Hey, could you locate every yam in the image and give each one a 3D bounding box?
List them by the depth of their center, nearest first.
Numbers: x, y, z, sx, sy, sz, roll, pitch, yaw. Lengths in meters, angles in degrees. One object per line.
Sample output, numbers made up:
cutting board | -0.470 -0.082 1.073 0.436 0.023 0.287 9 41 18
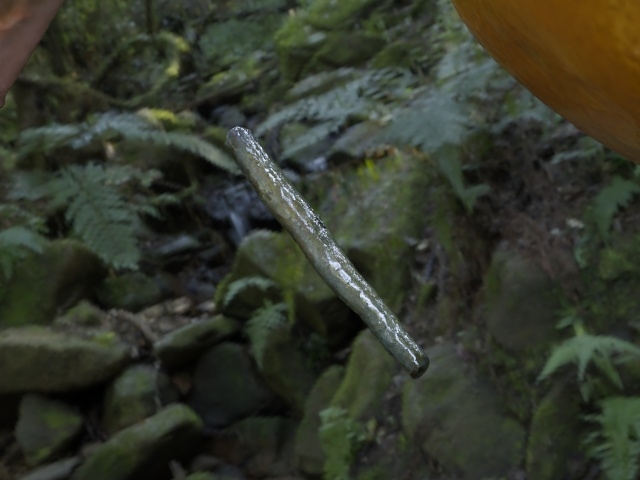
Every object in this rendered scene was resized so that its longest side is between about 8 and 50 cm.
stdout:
yam | 0.000 0.001 0.729 0.029 0.234 0.027 -50 -33 17

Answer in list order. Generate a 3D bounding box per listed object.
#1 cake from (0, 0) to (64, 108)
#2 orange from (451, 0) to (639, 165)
cake | -0.326 -0.270 0.739 0.293 0.314 0.306 13 -68 -47
orange | 0.182 -0.164 0.397 0.312 0.312 0.312 -22 7 3
